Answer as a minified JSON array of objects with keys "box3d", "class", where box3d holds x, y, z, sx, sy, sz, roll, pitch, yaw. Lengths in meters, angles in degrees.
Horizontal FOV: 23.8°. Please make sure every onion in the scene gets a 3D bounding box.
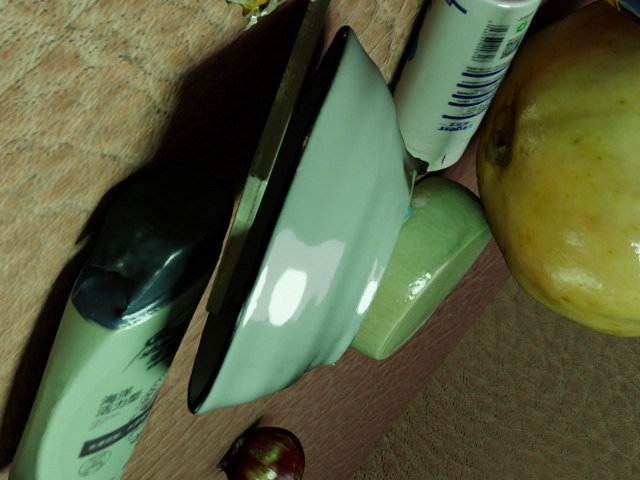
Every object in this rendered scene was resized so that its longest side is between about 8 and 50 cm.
[{"box3d":[-0.074,0.303,2.062,0.118,0.119,0.117,-53,-160,14],"class":"onion"}]

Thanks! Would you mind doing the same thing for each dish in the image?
[{"box3d":[0.000,0.000,1.149,0.316,0.106,0.316,-157,-90,-85],"class":"dish"}]

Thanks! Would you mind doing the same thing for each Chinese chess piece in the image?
[{"box3d":[0.113,0.035,1.916,0.250,0.101,0.250,-47,167,-14],"class":"Chinese chess piece"}]

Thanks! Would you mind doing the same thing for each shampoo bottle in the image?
[{"box3d":[-0.165,0.093,1.171,0.134,0.078,0.359,-37,163,-42],"class":"shampoo bottle"},{"box3d":[0.123,-0.156,1.421,0.092,0.092,0.303,-42,166,-31],"class":"shampoo bottle"}]

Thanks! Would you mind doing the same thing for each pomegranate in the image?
[{"box3d":[0.385,-0.095,1.797,0.411,0.411,0.411,-47,167,-14],"class":"pomegranate"}]

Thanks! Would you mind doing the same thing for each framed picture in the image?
[{"box3d":[-0.037,-0.065,1.087,0.150,0.015,0.203,113,-5,-47],"class":"framed picture"}]

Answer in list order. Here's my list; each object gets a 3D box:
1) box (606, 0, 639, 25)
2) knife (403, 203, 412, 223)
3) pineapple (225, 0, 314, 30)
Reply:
[{"box3d":[0.379,-0.289,1.583,0.152,0.237,0.070,-51,164,6],"class":"box"},{"box3d":[0.030,0.011,1.729,0.222,0.031,0.064,-35,165,-39],"class":"knife"},{"box3d":[-0.001,-0.209,0.872,0.225,0.076,0.225,-45,165,-15],"class":"pineapple"}]
